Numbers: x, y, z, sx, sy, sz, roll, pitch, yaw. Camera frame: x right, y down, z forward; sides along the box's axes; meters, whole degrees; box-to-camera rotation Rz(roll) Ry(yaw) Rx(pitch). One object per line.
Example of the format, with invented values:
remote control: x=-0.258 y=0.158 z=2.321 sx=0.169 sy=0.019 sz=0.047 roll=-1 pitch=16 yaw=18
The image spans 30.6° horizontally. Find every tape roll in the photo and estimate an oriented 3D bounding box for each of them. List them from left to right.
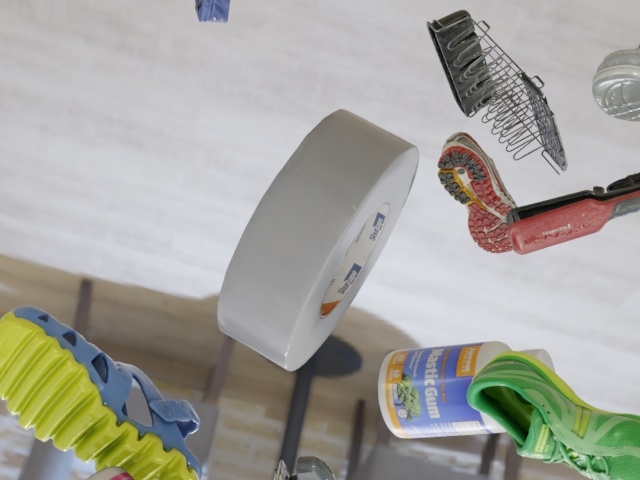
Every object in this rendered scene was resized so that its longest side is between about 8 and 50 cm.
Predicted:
tape roll: x=0.000 y=0.000 z=0.994 sx=0.072 sy=0.219 sz=0.219 roll=29 pitch=152 yaw=12

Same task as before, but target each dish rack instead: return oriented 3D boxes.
dish rack: x=0.273 y=-0.214 z=1.759 sx=0.074 sy=0.271 sz=0.208 roll=-33 pitch=140 yaw=0

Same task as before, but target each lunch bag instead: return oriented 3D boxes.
lunch bag: x=-0.219 y=-0.487 z=2.343 sx=0.065 sy=0.067 sz=0.098 roll=-4 pitch=130 yaw=-20

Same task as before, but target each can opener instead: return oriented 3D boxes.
can opener: x=-0.012 y=0.387 z=1.577 sx=0.093 sy=0.074 sz=0.280 roll=-3 pitch=140 yaw=10

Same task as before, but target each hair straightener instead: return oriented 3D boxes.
hair straightener: x=0.308 y=-0.052 z=1.250 sx=0.230 sy=0.089 sz=0.047 roll=-23 pitch=110 yaw=13

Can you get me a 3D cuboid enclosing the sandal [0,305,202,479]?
sandal: x=-0.256 y=0.192 z=1.386 sx=0.126 sy=0.138 sz=0.317 roll=-33 pitch=109 yaw=28

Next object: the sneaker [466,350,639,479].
sneaker: x=0.300 y=0.242 z=1.406 sx=0.295 sy=0.123 sz=0.109 roll=28 pitch=124 yaw=34

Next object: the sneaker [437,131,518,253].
sneaker: x=0.254 y=-0.073 z=1.775 sx=0.088 sy=0.092 sz=0.225 roll=-18 pitch=123 yaw=23

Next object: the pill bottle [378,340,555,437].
pill bottle: x=0.247 y=0.247 z=1.946 sx=0.272 sy=0.152 sz=0.152 roll=-10 pitch=143 yaw=28

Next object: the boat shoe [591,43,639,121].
boat shoe: x=0.456 y=-0.214 z=1.523 sx=0.320 sy=0.103 sz=0.118 roll=2 pitch=170 yaw=-43

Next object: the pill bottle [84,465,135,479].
pill bottle: x=-0.177 y=0.392 z=1.248 sx=0.283 sy=0.160 sz=0.160 roll=42 pitch=151 yaw=12
